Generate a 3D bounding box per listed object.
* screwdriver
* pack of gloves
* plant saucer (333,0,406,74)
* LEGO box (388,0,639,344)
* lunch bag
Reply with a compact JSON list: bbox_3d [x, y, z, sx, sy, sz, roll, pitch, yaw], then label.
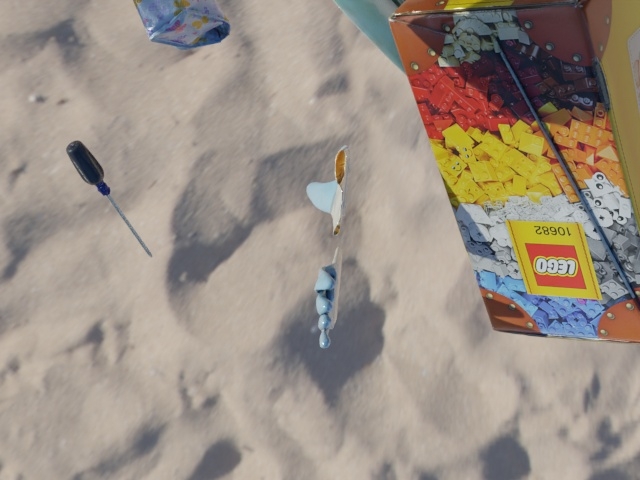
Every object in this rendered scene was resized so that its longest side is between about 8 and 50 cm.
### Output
[{"bbox_3d":[-0.217,-0.041,1.448,0.025,0.024,0.170,-17,128,26],"label":"screwdriver"},{"bbox_3d":[0.000,0.000,1.381,0.046,0.232,0.195,6,95,2],"label":"pack of gloves"},{"bbox_3d":[0.109,-0.233,1.530,0.317,0.317,0.044,42,106,-4],"label":"plant saucer"},{"bbox_3d":[0.314,-0.197,1.403,0.193,0.500,0.372,3,128,36],"label":"LEGO box"},{"bbox_3d":[-0.113,-0.192,1.090,0.053,0.083,0.071,-32,77,27],"label":"lunch bag"}]
